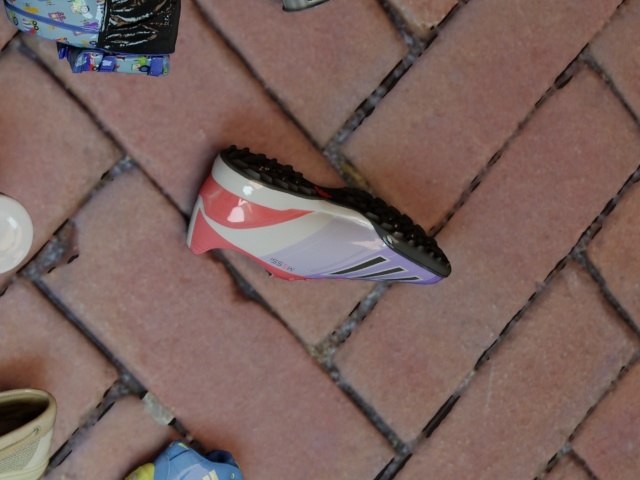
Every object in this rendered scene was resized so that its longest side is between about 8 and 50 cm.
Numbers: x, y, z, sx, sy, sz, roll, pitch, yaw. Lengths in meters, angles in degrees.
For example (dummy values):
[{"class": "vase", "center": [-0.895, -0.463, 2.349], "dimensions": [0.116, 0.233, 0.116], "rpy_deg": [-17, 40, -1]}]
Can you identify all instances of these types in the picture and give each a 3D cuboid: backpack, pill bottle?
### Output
[{"class": "backpack", "center": [-0.230, -0.233, 1.799], "dimensions": [0.173, 0.158, 0.117], "rpy_deg": [0, 118, -16]}, {"class": "pill bottle", "center": [-0.336, -0.017, 1.785], "dimensions": [0.078, 0.137, 0.078], "rpy_deg": [-6, 103, -30]}]

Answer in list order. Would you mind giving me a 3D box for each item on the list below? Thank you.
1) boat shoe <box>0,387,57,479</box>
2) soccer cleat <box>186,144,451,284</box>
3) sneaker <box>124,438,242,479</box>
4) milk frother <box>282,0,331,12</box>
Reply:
[{"class": "boat shoe", "center": [-0.397, 0.202, 1.792], "dimensions": [0.302, 0.109, 0.098], "rpy_deg": [-7, 133, -33]}, {"class": "soccer cleat", "center": [0.000, 0.000, 2.012], "dimensions": [0.318, 0.109, 0.116], "rpy_deg": [20, 109, -33]}, {"class": "sneaker", "center": [-0.104, 0.306, 2.005], "dimensions": [0.240, 0.091, 0.126], "rpy_deg": [44, 76, -27]}, {"class": "milk frother", "center": [-0.056, -0.299, 1.926], "dimensions": [0.143, 0.129, 0.135], "rpy_deg": [-15, 112, 19]}]
